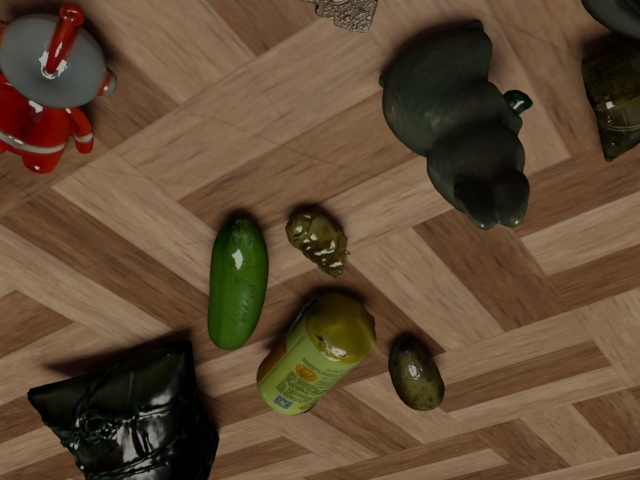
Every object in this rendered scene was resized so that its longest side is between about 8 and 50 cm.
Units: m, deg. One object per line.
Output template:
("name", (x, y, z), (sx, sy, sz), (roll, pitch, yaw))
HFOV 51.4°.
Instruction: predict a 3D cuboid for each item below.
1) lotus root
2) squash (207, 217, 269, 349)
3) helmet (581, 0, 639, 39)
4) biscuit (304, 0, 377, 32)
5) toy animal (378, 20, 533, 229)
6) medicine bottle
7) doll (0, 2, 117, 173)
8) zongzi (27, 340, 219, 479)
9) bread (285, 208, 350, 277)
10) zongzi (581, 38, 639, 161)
("lotus root", (0.162, 0.236, 1.145), (0.081, 0.089, 0.179), (-35, 130, -7))
("squash", (-0.120, 0.079, 0.955), (0.082, 0.082, 0.292), (5, 140, -8))
("helmet", (0.291, -0.291, 0.452), (0.305, 0.177, 0.225), (-35, 137, 22))
("biscuit", (0.024, -0.236, 0.632), (0.082, 0.016, 0.092), (-26, 135, 20))
("toy animal", (0.137, -0.087, 0.632), (0.125, 0.251, 0.127), (29, 131, -36))
("medicine bottle", (-0.008, 0.178, 1.051), (0.124, 0.124, 0.238), (16, 136, -20))
("doll", (-0.286, -0.155, 0.678), (0.143, 0.076, 0.245), (21, 139, -25))
("zongzi", (-0.289, 0.355, 1.226), (0.319, 0.362, 0.383), (-12, 101, 15))
("bread", (0.000, 0.000, 0.884), (0.066, 0.060, 0.110), (4, 150, 44))
("zongzi", (0.377, -0.162, 0.693), (0.187, 0.084, 0.184), (-24, 149, 19))
